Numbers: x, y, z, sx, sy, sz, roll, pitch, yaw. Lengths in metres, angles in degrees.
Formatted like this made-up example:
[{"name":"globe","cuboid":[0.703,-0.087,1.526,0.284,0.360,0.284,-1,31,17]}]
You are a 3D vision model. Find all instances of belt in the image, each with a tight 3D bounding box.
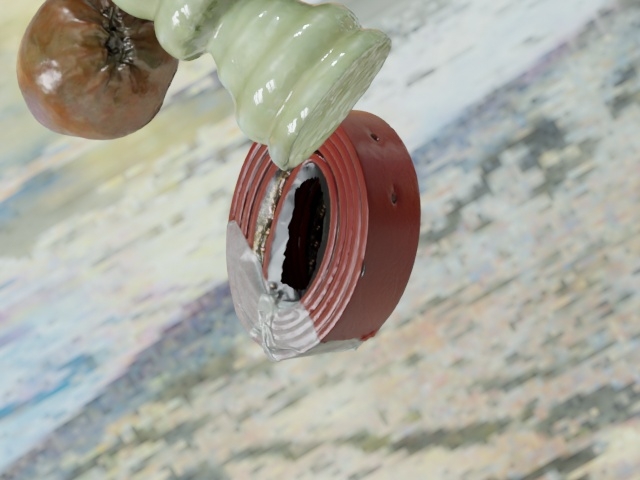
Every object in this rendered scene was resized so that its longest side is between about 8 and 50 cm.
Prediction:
[{"name":"belt","cuboid":[0.000,0.000,2.176,0.227,0.324,0.115,21,16,39]}]

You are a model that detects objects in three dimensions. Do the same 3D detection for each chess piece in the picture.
[{"name":"chess piece","cuboid":[-0.081,-0.191,1.515,0.144,0.251,0.144,-50,-8,-9]}]

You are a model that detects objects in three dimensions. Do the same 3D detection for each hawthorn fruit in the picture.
[{"name":"hawthorn fruit","cuboid":[-0.204,-0.151,1.640,0.149,0.149,0.189,-31,-15,-14]}]
